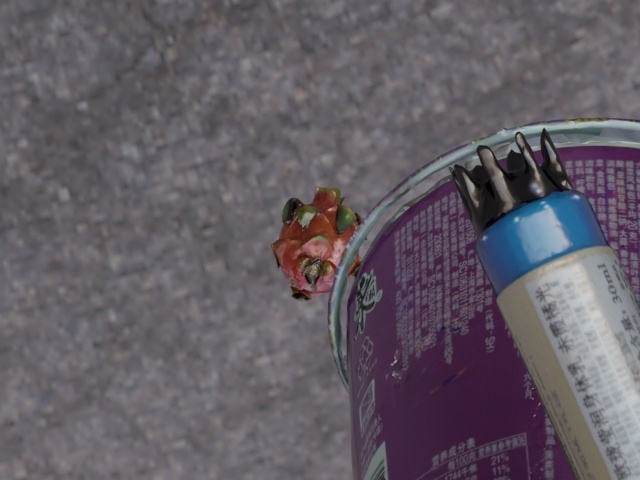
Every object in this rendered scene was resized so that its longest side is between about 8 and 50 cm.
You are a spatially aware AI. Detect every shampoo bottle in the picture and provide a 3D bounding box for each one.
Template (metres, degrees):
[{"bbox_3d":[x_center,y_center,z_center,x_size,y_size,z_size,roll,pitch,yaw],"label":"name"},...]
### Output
[{"bbox_3d":[0.104,0.044,0.692,0.050,0.183,0.087,-24,169,5],"label":"shampoo bottle"}]

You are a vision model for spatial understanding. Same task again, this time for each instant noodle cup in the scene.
[{"bbox_3d":[0.161,0.141,1.009,0.339,0.266,0.340,3,132,3],"label":"instant noodle cup"}]

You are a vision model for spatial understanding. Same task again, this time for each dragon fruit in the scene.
[{"bbox_3d":[-0.002,-0.001,1.645,0.086,0.116,0.081,-2,142,-6],"label":"dragon fruit"}]
